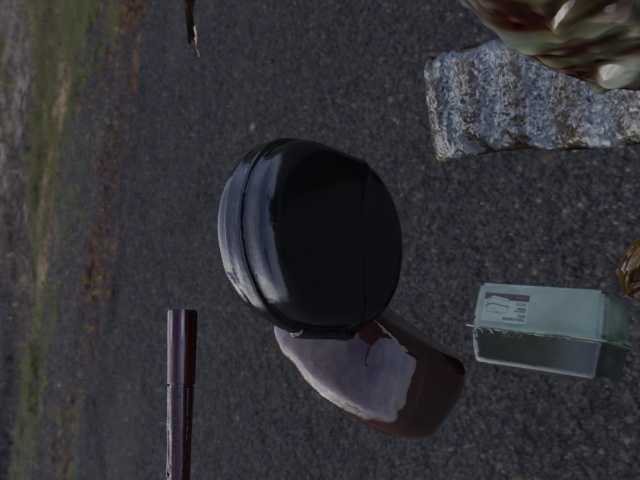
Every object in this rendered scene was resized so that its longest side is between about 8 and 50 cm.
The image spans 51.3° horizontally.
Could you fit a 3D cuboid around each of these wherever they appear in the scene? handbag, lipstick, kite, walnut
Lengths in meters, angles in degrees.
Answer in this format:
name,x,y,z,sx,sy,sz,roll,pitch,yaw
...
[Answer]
name,x,y,z,sx,sy,sz,roll,pitch,yaw
handbag,0.001,0.000,0.862,0.093,0.308,0.253,-10,76,38
lipstick,-0.119,0.147,0.565,0.027,0.027,0.176,-12,76,52
kite,-0.210,-0.390,1.083,0.241,0.014,0.183,-104,9,-57
walnut,0.653,0.028,1.255,0.211,0.167,0.087,-30,30,10

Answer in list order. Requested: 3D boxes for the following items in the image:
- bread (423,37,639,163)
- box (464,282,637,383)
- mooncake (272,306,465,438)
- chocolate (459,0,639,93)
name,x,y,z,sx,sy,sz,roll,pitch,yaw
bread,0.300,-0.193,0.855,0.416,0.113,0.165,5,109,58
box,0.454,0.182,1.313,0.291,0.221,0.166,2,79,39
mooncake,0.075,0.190,1.153,0.174,0.326,0.334,-59,5,3
chocolate,0.181,-0.207,0.406,0.225,0.340,0.210,-39,50,33
